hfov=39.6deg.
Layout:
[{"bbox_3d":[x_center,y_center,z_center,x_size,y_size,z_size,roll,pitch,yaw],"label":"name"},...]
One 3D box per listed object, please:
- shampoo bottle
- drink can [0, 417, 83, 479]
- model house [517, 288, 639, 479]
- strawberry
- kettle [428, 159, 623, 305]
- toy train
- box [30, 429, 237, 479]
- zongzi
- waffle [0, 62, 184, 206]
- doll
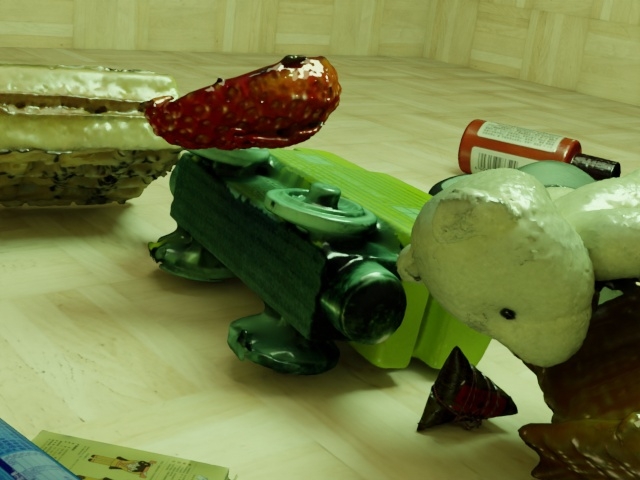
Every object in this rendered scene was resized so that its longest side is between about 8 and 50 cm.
[{"bbox_3d":[0.390,-0.140,1.578,0.278,0.104,0.104,18,21,30],"label":"shampoo bottle"},{"bbox_3d":[-0.193,0.149,0.498,0.235,0.097,0.097,20,22,36],"label":"drink can"},{"bbox_3d":[0.273,0.137,0.615,0.199,0.220,0.229,48,25,-7],"label":"model house"},{"bbox_3d":[-0.069,-0.121,0.849,0.188,0.082,0.121,-17,6,-5],"label":"strawberry"},{"bbox_3d":[0.240,-0.018,1.033,0.240,0.165,0.255,22,20,8],"label":"kettle"},{"bbox_3d":[0.000,0.000,0.921,0.272,0.179,0.442,5,16,-30],"label":"toy train"},{"bbox_3d":[-0.136,0.164,0.593,0.149,0.020,0.073,9,17,8],"label":"box"},{"bbox_3d":[0.109,0.134,0.741,0.067,0.073,0.083,29,-11,50],"label":"zongzi"},{"bbox_3d":[-0.372,-0.116,1.068,0.376,0.114,0.261,-2,-14,-28],"label":"waffle"},{"bbox_3d":[0.205,0.005,0.662,0.278,0.149,0.175,-14,-17,-13],"label":"doll"}]
